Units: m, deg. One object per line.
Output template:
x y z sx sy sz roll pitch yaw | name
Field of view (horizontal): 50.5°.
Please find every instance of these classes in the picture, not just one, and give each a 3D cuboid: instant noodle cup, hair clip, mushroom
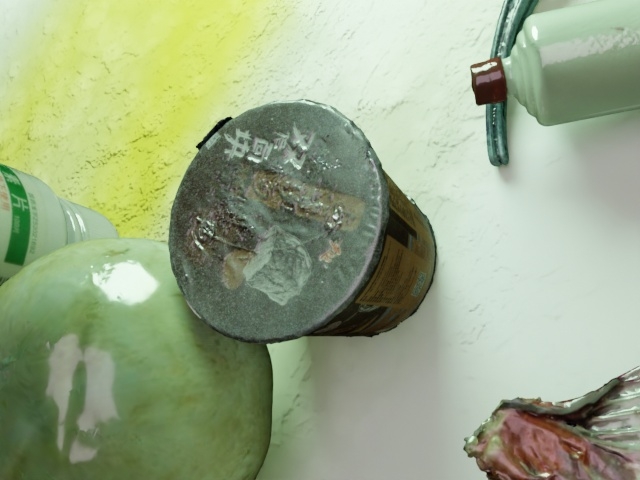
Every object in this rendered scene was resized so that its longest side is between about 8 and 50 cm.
0.000 0.000 0.658 0.217 0.207 0.218 -7 74 27 | instant noodle cup
0.207 -0.211 0.706 0.083 0.048 0.275 17 90 26 | hair clip
-0.213 0.172 0.696 0.352 0.260 0.352 -4 77 18 | mushroom

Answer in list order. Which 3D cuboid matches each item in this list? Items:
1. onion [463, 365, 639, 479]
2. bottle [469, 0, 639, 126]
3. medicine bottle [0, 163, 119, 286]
0.289 0.197 0.488 0.348 0.159 0.267 19 75 28 | onion
0.259 -0.165 0.610 0.245 0.104 0.104 -8 74 17 | bottle
-0.410 0.005 0.788 0.208 0.339 0.208 -7 75 26 | medicine bottle
